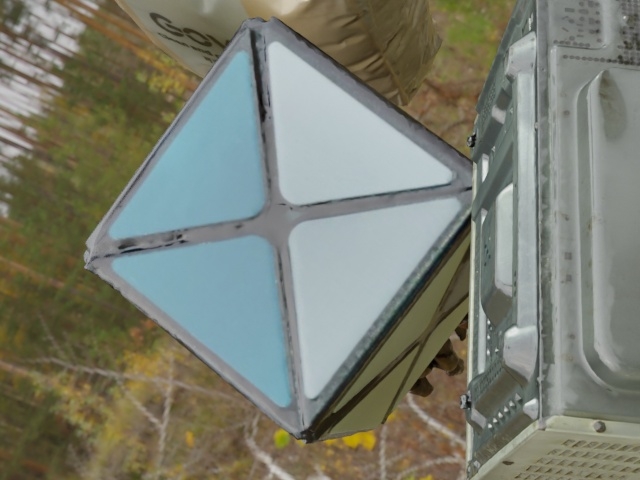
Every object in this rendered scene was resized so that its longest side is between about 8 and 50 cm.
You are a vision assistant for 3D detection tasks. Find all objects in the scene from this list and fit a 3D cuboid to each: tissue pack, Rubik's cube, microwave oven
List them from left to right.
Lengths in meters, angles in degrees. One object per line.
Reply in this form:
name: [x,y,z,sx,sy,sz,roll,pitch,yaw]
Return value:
tissue pack: [-0.068,-0.288,1.059,0.195,0.375,0.390,-71,-23,-13]
Rubik's cube: [0.000,0.000,0.829,0.246,0.248,0.250,-55,-17,2]
microwave oven: [0.153,0.002,0.508,0.194,0.145,0.241,91,-176,-66]

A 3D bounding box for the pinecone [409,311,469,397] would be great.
pinecone: [0.092,0.061,1.300,0.384,0.384,0.384,-56,18,28]
